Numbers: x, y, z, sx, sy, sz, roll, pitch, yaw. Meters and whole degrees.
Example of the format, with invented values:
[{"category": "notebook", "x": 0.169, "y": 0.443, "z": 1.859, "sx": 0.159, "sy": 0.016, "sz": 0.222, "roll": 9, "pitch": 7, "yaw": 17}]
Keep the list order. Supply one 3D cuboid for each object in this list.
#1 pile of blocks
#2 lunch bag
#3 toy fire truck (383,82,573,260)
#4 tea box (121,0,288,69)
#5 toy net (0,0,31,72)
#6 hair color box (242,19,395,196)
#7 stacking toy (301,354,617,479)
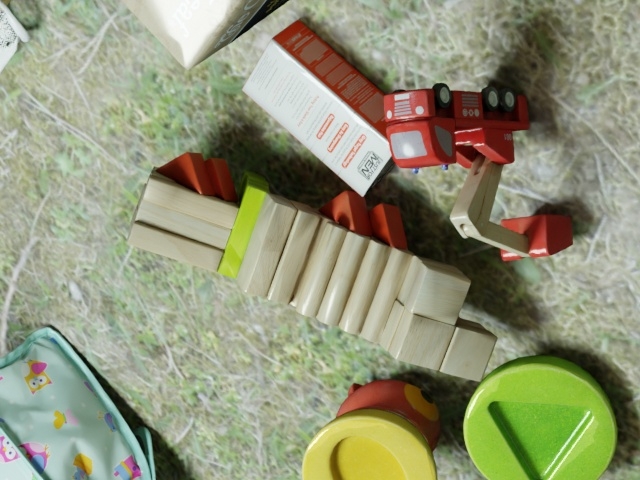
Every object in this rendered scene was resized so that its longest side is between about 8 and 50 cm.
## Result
[{"category": "pile of blocks", "x": 0.000, "y": 0.000, "z": 1.625, "sx": 0.362, "sy": 0.149, "sz": 0.112, "roll": 23, "pitch": 100, "yaw": 15}, {"category": "lunch bag", "x": -0.291, "y": 0.261, "z": 1.993, "sx": 0.262, "sy": 0.160, "sz": 0.223, "roll": 47, "pitch": 136, "yaw": 8}, {"category": "toy fire truck", "x": 0.124, "y": -0.051, "z": 1.454, "sx": 0.047, "sy": 0.192, "sz": 0.135, "roll": -6, "pitch": 87, "yaw": 40}, {"category": "tea box", "x": 0.003, "y": -0.338, "z": 1.206, "sx": 0.220, "sy": 0.323, "sz": 0.329, "roll": 46, "pitch": 136, "yaw": 2}, {"category": "toy net", "x": -0.282, "y": -0.249, "z": 1.700, "sx": 0.122, "sy": 0.045, "sz": 0.232, "roll": 25, "pitch": 134, "yaw": 20}, {"category": "hair color box", "x": 0.008, "y": -0.112, "z": 1.569, "sx": 0.141, "sy": 0.043, "sz": 0.072, "roll": 43, "pitch": 137, "yaw": 7}, {"category": "stacking toy", "x": 0.169, "y": 0.225, "z": 1.680, "sx": 0.279, "sy": 0.130, "sz": 0.309, "roll": -29, "pitch": 104, "yaw": 20}]
